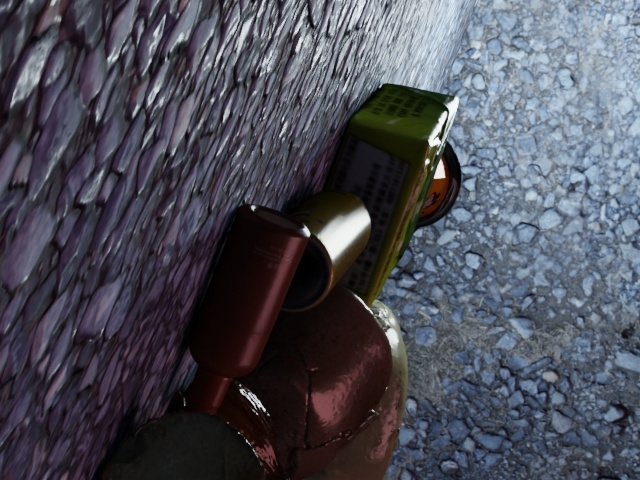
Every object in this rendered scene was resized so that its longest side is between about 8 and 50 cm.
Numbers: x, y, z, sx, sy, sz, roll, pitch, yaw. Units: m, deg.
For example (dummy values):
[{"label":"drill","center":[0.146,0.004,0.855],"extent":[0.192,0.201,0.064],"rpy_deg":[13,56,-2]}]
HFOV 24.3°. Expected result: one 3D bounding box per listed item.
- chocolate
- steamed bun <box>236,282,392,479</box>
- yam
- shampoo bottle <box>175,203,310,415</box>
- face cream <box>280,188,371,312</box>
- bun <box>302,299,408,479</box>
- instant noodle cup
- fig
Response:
[{"label":"chocolate","center":[0.088,-0.076,2.268],"extent":[0.289,0.137,0.301],"rpy_deg":[-53,164,-67]},{"label":"steamed bun","center":[-0.013,0.223,2.129],"extent":[0.251,0.199,0.301],"rpy_deg":[-59,172,-36]},{"label":"yam","center":[-0.142,0.298,1.514],"extent":[0.304,0.168,0.168],"rpy_deg":[98,16,-61]},{"label":"shampoo bottle","center":[-0.091,0.083,1.563],"extent":[0.085,0.085,0.244],"rpy_deg":[-44,159,-75]},{"label":"face cream","center":[0.000,0.000,1.916],"extent":[0.349,0.105,0.105],"rpy_deg":[-45,157,-73]},{"label":"bun","center":[0.022,0.272,2.584],"extent":[0.326,0.234,0.362],"rpy_deg":[114,-15,-74]},{"label":"instant noodle cup","center":[0.135,-0.106,2.484],"extent":[0.125,0.178,0.208],"rpy_deg":[-12,101,-66]},{"label":"fig","center":[-0.084,0.243,1.676],"extent":[0.134,0.201,0.146],"rpy_deg":[-49,158,-38]}]
